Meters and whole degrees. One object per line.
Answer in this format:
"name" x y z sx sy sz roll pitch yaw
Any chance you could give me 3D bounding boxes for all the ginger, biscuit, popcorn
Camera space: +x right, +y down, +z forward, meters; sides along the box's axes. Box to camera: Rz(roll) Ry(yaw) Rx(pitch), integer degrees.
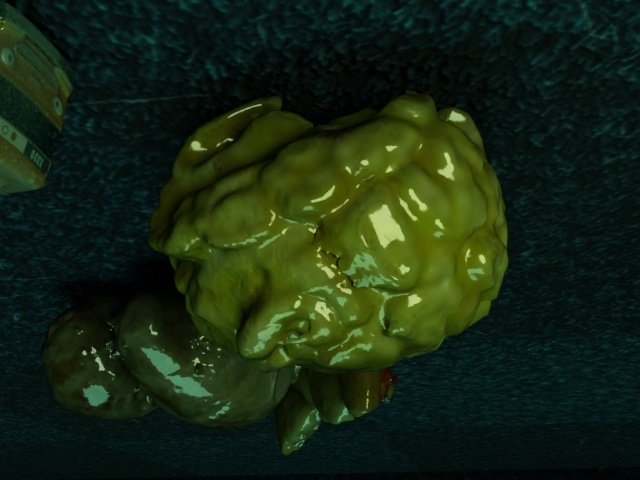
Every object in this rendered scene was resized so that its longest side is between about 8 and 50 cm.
"ginger" -0.191 0.129 0.948 0.304 0.155 0.244 -2 165 26
"biscuit" 0.001 0.152 0.964 0.045 0.154 0.299 10 154 -17
"popcorn" 0.000 0.000 0.579 0.250 0.190 0.250 -8 166 -2

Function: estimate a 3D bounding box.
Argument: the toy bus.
"toy bus" -0.250 -0.073 0.498 0.182 0.103 0.091 -5 157 12

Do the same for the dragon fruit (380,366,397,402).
"dragon fruit" 0.062 0.163 1.068 0.096 0.102 0.147 5 168 7
